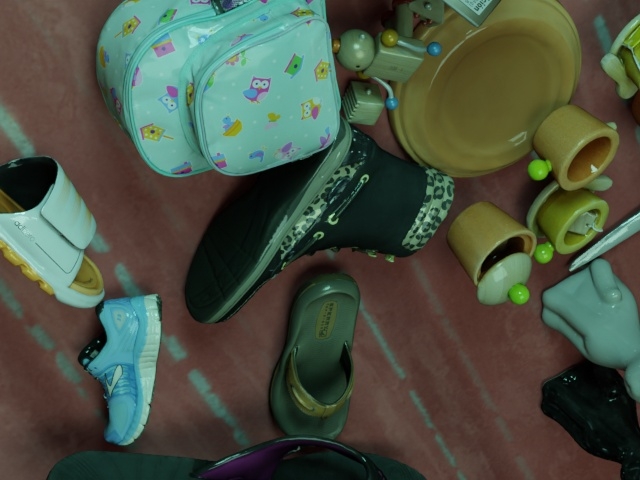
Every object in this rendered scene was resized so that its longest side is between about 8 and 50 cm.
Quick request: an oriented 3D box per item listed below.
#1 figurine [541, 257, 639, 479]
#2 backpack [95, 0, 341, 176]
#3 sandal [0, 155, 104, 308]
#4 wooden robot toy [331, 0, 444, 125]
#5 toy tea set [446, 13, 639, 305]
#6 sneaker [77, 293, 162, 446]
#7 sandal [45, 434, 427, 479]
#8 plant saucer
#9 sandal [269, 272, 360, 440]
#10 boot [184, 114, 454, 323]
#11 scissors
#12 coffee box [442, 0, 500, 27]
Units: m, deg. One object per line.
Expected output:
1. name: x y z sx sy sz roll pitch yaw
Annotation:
1. figurine: 0.318 0.158 1.644 0.092 0.209 0.214 -18 128 -16
2. backpack: -0.081 -0.135 1.287 0.188 0.144 0.165 -18 134 -11
3. sandal: -0.248 -0.039 1.291 0.076 0.102 0.265 -41 129 7
4. wooden robot toy: 0.041 -0.166 1.361 0.079 0.076 0.173 4 154 -22
5. toy tea set: 0.280 -0.054 1.508 0.336 0.124 0.200 -48 147 11
6. sneaker: -0.189 0.117 1.469 0.073 0.063 0.162 6 117 -9
7. sandal: -0.047 0.258 1.515 0.446 0.167 0.107 4 136 -35
8. plant saucer: 0.159 -0.142 1.471 0.200 0.037 0.200 -14 128 -19
9. sandal: 0.005 0.129 1.559 0.090 0.060 0.219 -6 130 -23
10. boot: 0.001 0.000 1.459 0.179 0.085 0.236 20 116 -41
11. scissors: 0.391 -0.052 1.661 0.297 0.021 0.109 -47 132 7
12. coffee box: 0.032 -0.309 1.206 0.297 0.168 0.119 30 104 -39
